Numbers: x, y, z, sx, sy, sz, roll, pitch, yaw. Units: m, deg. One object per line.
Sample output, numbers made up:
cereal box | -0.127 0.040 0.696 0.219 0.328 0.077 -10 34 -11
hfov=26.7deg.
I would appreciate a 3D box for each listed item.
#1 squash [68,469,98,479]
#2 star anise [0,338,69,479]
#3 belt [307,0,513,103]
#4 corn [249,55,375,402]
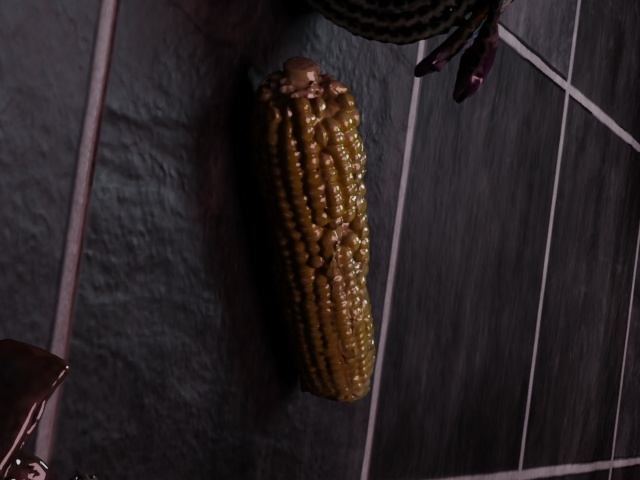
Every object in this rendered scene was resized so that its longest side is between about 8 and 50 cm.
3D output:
squash | -0.176 0.196 0.756 0.183 0.052 0.052 -51 139 -51
star anise | -0.223 0.117 0.511 0.283 0.129 0.212 -43 163 -5
belt | 0.068 -0.271 0.988 0.160 0.206 0.295 -47 151 -57
corn | 0.000 0.000 1.033 0.086 0.086 0.288 -48 138 -50
